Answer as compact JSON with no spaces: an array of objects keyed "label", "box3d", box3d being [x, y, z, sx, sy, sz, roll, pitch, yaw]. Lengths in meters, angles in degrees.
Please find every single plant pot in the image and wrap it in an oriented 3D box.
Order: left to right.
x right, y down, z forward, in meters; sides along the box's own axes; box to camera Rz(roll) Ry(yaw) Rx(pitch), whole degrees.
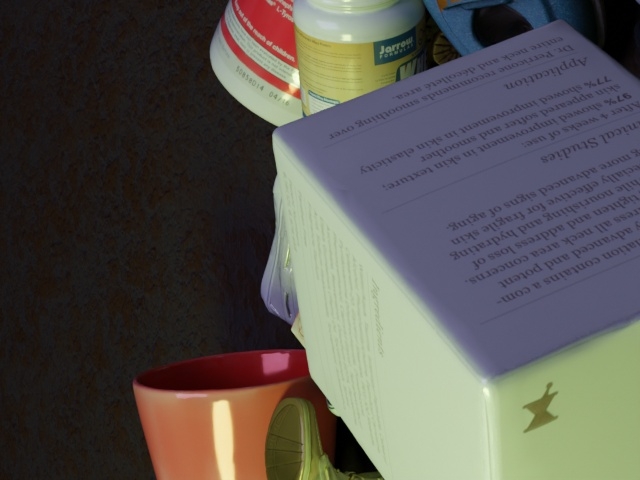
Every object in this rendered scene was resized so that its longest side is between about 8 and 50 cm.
[{"label":"plant pot","box3d":[-0.098,0.282,2.009,0.275,0.275,0.243,2,99,55]}]

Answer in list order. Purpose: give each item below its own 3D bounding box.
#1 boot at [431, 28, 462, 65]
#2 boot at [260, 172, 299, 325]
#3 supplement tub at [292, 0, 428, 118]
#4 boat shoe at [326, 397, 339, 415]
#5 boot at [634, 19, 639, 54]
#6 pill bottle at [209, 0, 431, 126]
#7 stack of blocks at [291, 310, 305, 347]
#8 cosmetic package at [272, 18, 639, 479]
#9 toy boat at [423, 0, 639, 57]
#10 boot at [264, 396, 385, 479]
[{"label":"boot","box3d":[0.175,-0.248,1.751,0.085,0.158,0.059,23,147,58]},{"label":"boot","box3d":[0.000,0.000,2.026,0.123,0.095,0.258,34,124,44]},{"label":"supplement tub","box3d":[0.045,-0.212,1.712,0.144,0.144,0.199,45,149,46]},{"label":"boat shoe","box3d":[0.021,0.124,1.910,0.065,0.083,0.183,-25,35,34]},{"label":"boot","box3d":[0.368,-0.185,1.537,0.099,0.045,0.121,-38,64,50]},{"label":"pill bottle","box3d":[0.043,-0.340,1.851,0.407,0.229,0.229,-61,43,33]},{"label":"stack of blocks","box3d":[0.118,0.153,1.765,0.297,0.171,0.087,50,127,43]},{"label":"cosmetic package","box3d":[0.195,0.065,1.421,0.393,0.329,0.327,52,157,46]},{"label":"toy boat","box3d":[0.232,-0.264,1.552,0.318,0.267,0.148,-8,44,37]},{"label":"boot","box3d":[0.021,0.287,1.897,0.077,0.165,0.213,-2,93,52]}]
